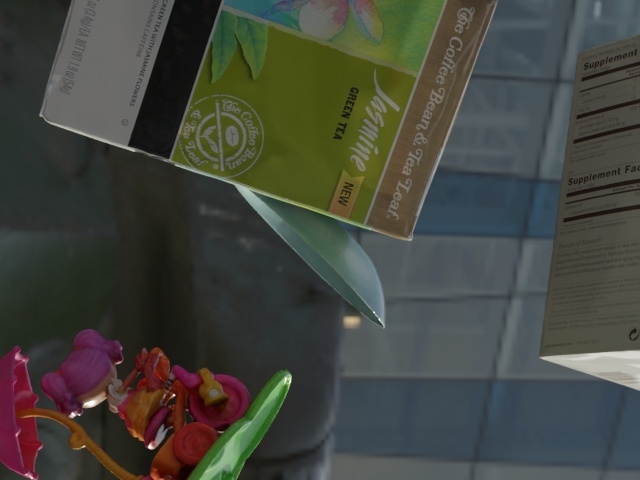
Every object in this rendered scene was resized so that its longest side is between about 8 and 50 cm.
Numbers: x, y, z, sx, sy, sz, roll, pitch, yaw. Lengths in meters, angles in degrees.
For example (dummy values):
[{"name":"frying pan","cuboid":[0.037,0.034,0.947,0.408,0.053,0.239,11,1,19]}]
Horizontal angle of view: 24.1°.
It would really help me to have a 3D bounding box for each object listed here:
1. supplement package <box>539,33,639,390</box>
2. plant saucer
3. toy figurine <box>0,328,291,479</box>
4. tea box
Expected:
[{"name":"supplement package","cuboid":[0.267,-0.019,1.101,0.134,0.139,0.244,-11,-115,54]},{"name":"plant saucer","cuboid":[0.000,0.000,1.363,0.037,0.195,0.195,-46,-168,-5]},{"name":"toy figurine","cuboid":[-0.129,0.111,0.938,0.173,0.159,0.130,-54,168,-27]},{"name":"tea box","cuboid":[-0.048,-0.178,1.330,0.329,0.323,0.220,-100,-152,-77]}]
